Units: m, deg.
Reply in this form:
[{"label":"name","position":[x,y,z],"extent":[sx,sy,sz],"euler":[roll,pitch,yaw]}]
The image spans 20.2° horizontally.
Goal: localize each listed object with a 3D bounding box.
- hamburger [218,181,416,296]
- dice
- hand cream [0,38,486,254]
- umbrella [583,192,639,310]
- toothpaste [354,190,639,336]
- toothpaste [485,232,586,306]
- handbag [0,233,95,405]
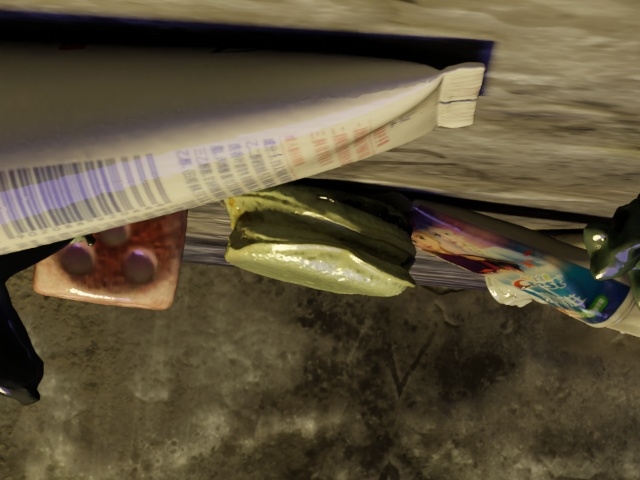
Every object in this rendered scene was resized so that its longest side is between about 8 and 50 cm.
[{"label":"hamburger","position":[0.000,0.000,1.226],"extent":[0.140,0.062,0.133],"euler":[12,173,-12]},{"label":"dice","position":[-0.135,-0.006,1.154],"extent":[0.091,0.094,0.093],"euler":[9,177,-10]},{"label":"hand cream","position":[-0.062,-0.042,0.668],"extent":[0.247,0.083,0.133],"euler":[-6,178,0]},{"label":"umbrella","position":[0.269,0.007,0.780],"extent":[0.143,0.094,0.349],"euler":[2,177,-35]},{"label":"toothpaste","position":[0.141,0.011,1.298],"extent":[0.266,0.061,0.096],"euler":[19,169,-26]},{"label":"toothpaste","position":[0.229,0.016,1.421],"extent":[0.089,0.057,0.234],"euler":[10,168,-38]},{"label":"handbag","position":[-0.337,0.002,1.042],"extent":[0.329,0.122,0.303],"euler":[19,169,-32]}]
